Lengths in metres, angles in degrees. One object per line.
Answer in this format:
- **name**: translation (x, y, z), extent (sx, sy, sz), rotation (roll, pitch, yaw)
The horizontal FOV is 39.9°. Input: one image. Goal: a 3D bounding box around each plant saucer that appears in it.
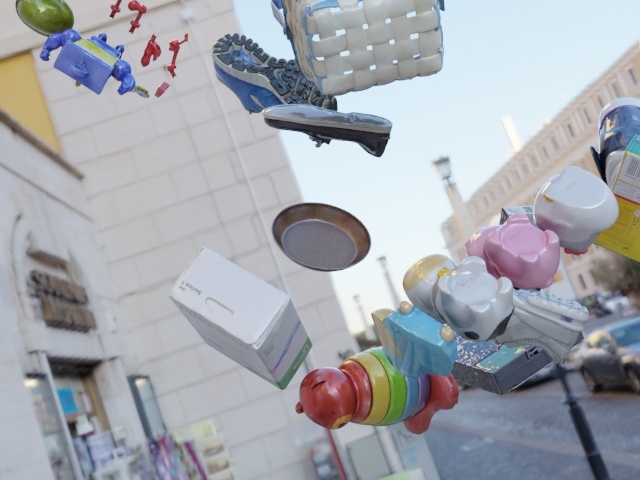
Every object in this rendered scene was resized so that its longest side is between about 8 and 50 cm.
- **plant saucer**: translation (0.000, 0.000, 1.723), extent (0.198, 0.198, 0.036), rotation (-15, -43, -29)

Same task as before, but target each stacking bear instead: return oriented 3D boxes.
- **stacking bear**: translation (0.091, 0.292, 1.702), extent (0.289, 0.164, 0.175), rotation (-1, -36, -35)

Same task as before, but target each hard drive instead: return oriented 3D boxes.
- **hard drive**: translation (0.381, 0.228, 1.940), extent (0.237, 0.064, 0.339), rotation (-30, 13, -20)

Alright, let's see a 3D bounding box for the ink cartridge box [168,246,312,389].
- **ink cartridge box**: translation (-0.143, 0.152, 1.656), extent (0.117, 0.201, 0.278), rotation (-56, -20, -17)

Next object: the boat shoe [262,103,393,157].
- **boat shoe**: translation (0.008, -0.169, 1.389), extent (0.206, 0.065, 0.075), rotation (6, 28, -4)

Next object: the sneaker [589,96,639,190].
- **sneaker**: translation (0.580, -0.076, 1.589), extent (0.130, 0.236, 0.323), rotation (-13, -44, 21)

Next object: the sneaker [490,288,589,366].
- **sneaker**: translation (0.282, 0.124, 1.429), extent (0.281, 0.115, 0.105), rotation (17, 8, 20)

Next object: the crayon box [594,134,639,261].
- **crayon box**: translation (0.565, -0.026, 1.303), extent (0.081, 0.278, 0.165), rotation (-41, -31, -48)

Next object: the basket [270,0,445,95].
- **basket**: translation (0.065, -0.338, 1.299), extent (0.255, 0.201, 0.289), rotation (-14, 27, -3)

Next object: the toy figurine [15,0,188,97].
- **toy figurine**: translation (-0.470, -0.403, 1.776), extent (0.191, 0.362, 0.217), rotation (-51, 12, 28)

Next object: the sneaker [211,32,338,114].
- **sneaker**: translation (-0.108, -0.360, 2.084), extent (0.130, 0.330, 0.147), rotation (-57, -4, -25)

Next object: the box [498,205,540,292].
- **box**: translation (0.437, 0.022, 1.915), extent (0.114, 0.207, 0.036), rotation (-4, 31, -10)

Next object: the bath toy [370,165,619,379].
- **bath toy**: translation (0.227, 0.036, 1.113), extent (0.348, 0.151, 0.129), rotation (-35, -38, -19)
